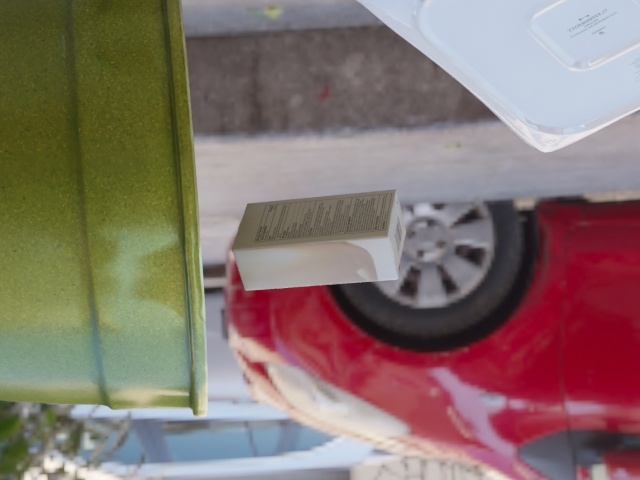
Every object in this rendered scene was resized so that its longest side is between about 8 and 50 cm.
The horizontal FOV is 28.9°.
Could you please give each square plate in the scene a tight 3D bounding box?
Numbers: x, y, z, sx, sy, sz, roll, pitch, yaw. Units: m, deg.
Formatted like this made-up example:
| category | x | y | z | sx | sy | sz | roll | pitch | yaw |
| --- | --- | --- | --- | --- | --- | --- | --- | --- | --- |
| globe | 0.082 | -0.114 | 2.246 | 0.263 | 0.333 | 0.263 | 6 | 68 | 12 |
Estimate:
| category | x | y | z | sx | sy | sz | roll | pitch | yaw |
| --- | --- | --- | --- | --- | --- | --- | --- | --- | --- |
| square plate | 0.254 | -0.218 | 1.151 | 0.347 | 0.049 | 0.344 | -25 | 137 | 34 |

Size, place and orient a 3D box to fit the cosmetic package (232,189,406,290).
| category | x | y | z | sx | sy | sz | roll | pitch | yaw |
| --- | --- | --- | --- | --- | --- | --- | --- | --- | --- |
| cosmetic package | 0.000 | 0.000 | 0.892 | 0.115 | 0.041 | 0.060 | -4 | -144 | 15 |

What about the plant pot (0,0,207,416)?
| category | x | y | z | sx | sy | sz | roll | pitch | yaw |
| --- | --- | --- | --- | --- | --- | --- | --- | --- | --- |
| plant pot | -0.274 | -0.039 | 0.921 | 0.353 | 0.366 | 0.366 | -4 | 177 | -7 |
